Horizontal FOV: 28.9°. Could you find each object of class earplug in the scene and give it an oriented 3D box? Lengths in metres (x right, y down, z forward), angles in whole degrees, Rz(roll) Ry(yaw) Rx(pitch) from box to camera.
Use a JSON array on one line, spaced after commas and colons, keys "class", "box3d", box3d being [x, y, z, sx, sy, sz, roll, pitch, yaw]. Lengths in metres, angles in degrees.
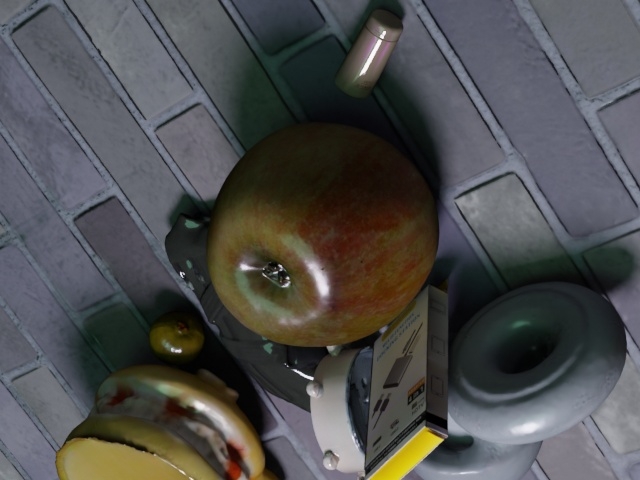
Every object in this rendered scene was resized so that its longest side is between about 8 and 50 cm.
[{"class": "earplug", "box3d": [0.214, 0.176, 1.410, 0.175, 0.214, 0.325, 30, 134, -13]}]

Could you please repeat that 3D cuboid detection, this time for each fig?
[{"class": "fig", "box3d": [-0.193, 0.134, 1.646, 0.074, 0.074, 0.088, 34, 145, 3]}]

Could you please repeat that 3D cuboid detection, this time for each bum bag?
[{"class": "bum bag", "box3d": [-0.075, 0.096, 1.564, 0.142, 0.080, 0.326, -24, 107, 37]}]

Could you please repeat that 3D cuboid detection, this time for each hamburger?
[{"class": "hamburger", "box3d": [-0.184, 0.296, 1.658, 0.302, 0.186, 0.261, 42, 139, -10]}]

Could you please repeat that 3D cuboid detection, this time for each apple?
[{"class": "apple", "box3d": [0.000, 0.000, 1.379, 0.257, 0.234, 0.257, 9, 119, 17]}]

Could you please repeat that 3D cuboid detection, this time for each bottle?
[{"class": "bottle", "box3d": [0.054, -0.203, 1.350, 0.045, 0.045, 0.096, 33, 126, 4]}]

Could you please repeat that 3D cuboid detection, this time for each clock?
[{"class": "clock", "box3d": [0.052, 0.208, 1.522, 0.063, 0.155, 0.229, -14, 88, 30]}]

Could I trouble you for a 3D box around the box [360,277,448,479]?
[{"class": "box", "box3d": [0.099, 0.158, 1.418, 0.033, 0.247, 0.129, 26, 128, -16]}]
